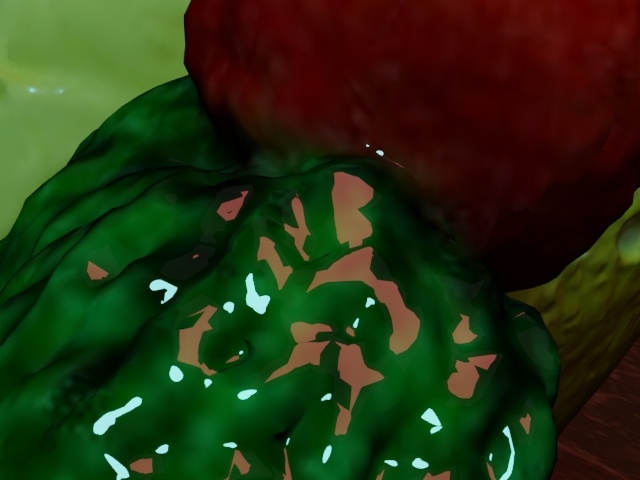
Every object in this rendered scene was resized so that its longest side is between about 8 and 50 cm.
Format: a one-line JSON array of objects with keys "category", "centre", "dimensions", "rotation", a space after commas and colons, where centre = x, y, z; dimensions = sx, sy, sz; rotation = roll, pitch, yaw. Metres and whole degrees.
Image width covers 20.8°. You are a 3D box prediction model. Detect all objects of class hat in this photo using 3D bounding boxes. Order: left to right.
[{"category": "hat", "centre": [-0.024, 0.045, 0.420], "dimensions": [0.242, 0.332, 0.274], "rotation": [18, 7, -40]}]

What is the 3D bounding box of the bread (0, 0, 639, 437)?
[{"category": "bread", "centre": [0.000, 0.000, 0.694], "dimensions": [0.250, 0.394, 0.361], "rotation": [44, 14, 24]}]
